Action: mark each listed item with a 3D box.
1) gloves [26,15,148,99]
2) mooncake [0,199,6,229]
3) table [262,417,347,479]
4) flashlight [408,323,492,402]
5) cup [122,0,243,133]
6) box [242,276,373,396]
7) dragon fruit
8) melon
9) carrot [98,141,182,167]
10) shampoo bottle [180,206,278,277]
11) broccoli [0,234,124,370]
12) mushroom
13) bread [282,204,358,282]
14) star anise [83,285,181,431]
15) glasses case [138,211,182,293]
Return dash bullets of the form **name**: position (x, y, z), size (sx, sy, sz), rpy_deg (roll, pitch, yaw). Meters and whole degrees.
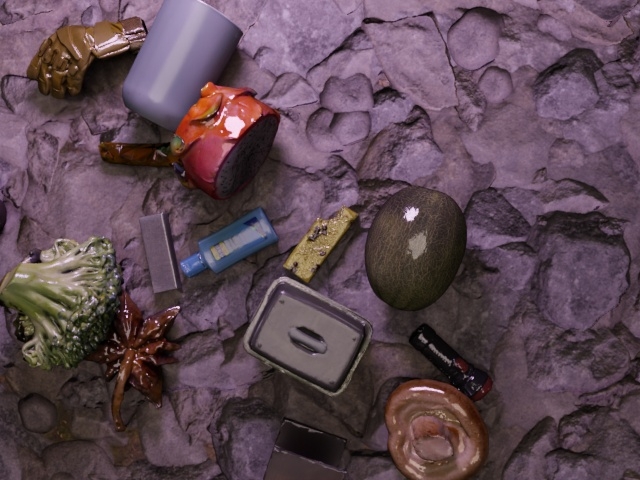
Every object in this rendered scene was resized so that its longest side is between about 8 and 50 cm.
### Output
- **gloves**: position (-0.597, -0.481, 1.644), size (0.331, 0.141, 0.154), rpy_deg (-21, 67, -5)
- **mooncake**: position (-0.943, -0.078, 1.668), size (0.244, 0.133, 0.245), rpy_deg (0, 90, 2)
- **table**: position (-0.067, 0.624, 1.575), size (0.196, 0.250, 0.282), rpy_deg (19, 92, 3)
- **flashlight**: position (0.329, 0.308, 1.638), size (0.232, 0.093, 0.093), rpy_deg (44, 92, 2)
- **cup**: position (-0.354, -0.438, 1.607), size (0.205, 0.205, 0.312), rpy_deg (29, 92, 2)
- **box**: position (-0.031, 0.239, 1.613), size (0.290, 0.166, 0.221), rpy_deg (27, 90, 1)
- **dragon fruit**: position (-0.248, -0.249, 1.570), size (0.189, 0.290, 0.291), rpy_deg (32, 91, 7)
- **melon**: position (0.227, 0.021, 1.566), size (0.237, 0.237, 0.302), rpy_deg (18, 93, 2)
- **carrot**: position (-0.465, -0.227, 1.687), size (0.228, 0.069, 0.069), rpy_deg (2, 90, 3)
- **shampoo bottle**: position (-0.243, 0.017, 1.675), size (0.258, 0.061, 0.104), rpy_deg (-29, 88, 3)
- **broccoli**: position (-0.630, 0.141, 1.590), size (0.334, 0.324, 0.272), rpy_deg (-30, 111, 25)
- **mushroom**: position (0.282, 0.485, 1.612), size (0.278, 0.146, 0.278), rpy_deg (2, 97, 20)
- **bread**: position (0.000, 0.000, 1.670), size (0.088, 0.049, 0.226), rpy_deg (35, 91, 2)
- **star anise**: position (-0.490, 0.294, 1.661), size (0.292, 0.109, 0.349), rpy_deg (39, 91, 13)
- **glasses case**: position (-0.419, 0.033, 1.689), size (0.070, 0.047, 0.205), rpy_deg (-12, 90, 7)
